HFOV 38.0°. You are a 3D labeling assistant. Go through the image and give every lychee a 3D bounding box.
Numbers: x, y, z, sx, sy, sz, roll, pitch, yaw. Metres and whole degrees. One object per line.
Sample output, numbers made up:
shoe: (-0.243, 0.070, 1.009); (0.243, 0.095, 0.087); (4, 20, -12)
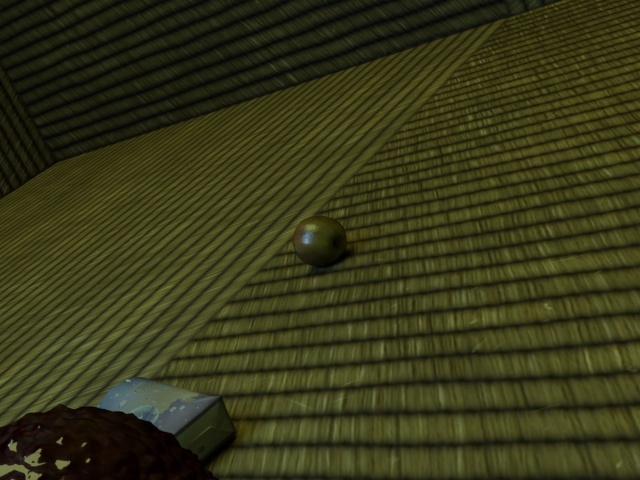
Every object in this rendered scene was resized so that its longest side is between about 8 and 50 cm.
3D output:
lychee: (-0.189, 0.258, 0.754); (0.261, 0.260, 0.260); (-23, 19, 8)

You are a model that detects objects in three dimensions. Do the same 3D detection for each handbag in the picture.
handbag: (-0.196, 0.223, 1.101); (0.173, 0.095, 0.117); (6, 30, 44)

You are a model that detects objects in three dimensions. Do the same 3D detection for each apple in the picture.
apple: (0.000, 0.000, 1.444); (0.071, 0.084, 0.084); (0, 30, 34)
